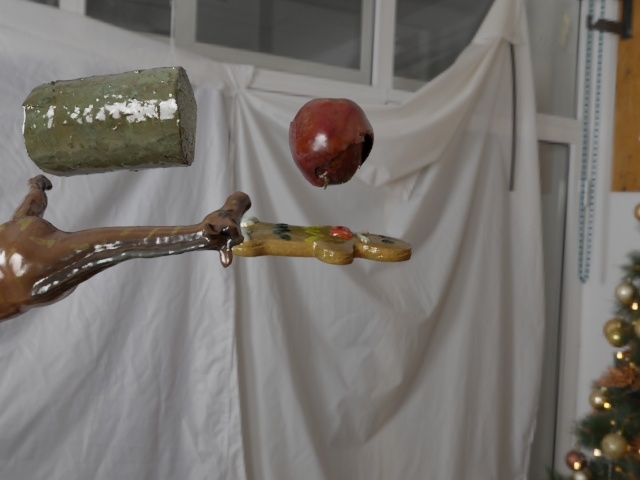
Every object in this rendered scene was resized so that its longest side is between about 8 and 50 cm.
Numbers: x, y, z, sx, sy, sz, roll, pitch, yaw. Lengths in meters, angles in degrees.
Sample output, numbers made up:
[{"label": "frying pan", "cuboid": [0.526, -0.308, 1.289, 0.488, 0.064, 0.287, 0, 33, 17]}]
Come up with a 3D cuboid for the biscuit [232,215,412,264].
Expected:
[{"label": "biscuit", "cuboid": [0.000, -0.002, 0.867, 0.241, 0.035, 0.158, 3, 14, -7]}]

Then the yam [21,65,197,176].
[{"label": "yam", "cuboid": [-0.320, -0.187, 1.067, 0.268, 0.161, 0.161, -4, 0, 12]}]

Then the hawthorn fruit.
[{"label": "hawthorn fruit", "cuboid": [0.014, -0.157, 1.124, 0.148, 0.172, 0.148, 6, -37, 5]}]

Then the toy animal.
[{"label": "toy animal", "cuboid": [-0.176, 0.005, 0.466, 0.224, 0.066, 0.230, -34, 35, -15]}]
